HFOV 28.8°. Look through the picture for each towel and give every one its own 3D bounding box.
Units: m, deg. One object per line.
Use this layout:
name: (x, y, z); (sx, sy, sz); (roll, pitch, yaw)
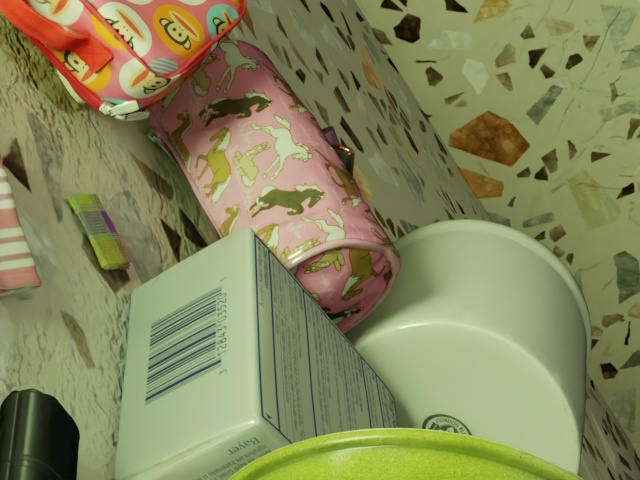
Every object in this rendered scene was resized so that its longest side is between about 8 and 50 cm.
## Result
towel: (-0.216, -0.007, 1.223); (0.083, 0.009, 0.060); (62, 17, 5)
towel: (-0.286, -0.050, 0.989); (0.144, 0.029, 0.197); (-5, 78, -73)

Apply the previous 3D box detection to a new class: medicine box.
medicine box: (-0.043, 0.186, 1.173); (0.289, 0.149, 0.263); (51, 19, -33)

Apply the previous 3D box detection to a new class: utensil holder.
utensil holder: (0.170, 0.175, 1.537); (0.328, 0.327, 0.385); (59, 17, -7)

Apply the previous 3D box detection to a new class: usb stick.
usb stick: (-0.198, 0.215, 0.841); (0.278, 0.045, 0.077); (-99, 162, -50)

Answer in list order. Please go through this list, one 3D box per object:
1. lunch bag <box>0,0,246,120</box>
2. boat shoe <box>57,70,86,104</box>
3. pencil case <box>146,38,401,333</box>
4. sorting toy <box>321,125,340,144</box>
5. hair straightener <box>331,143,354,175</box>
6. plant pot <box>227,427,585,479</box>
lunch bag: (-0.236, -0.274, 1.282); (0.293, 0.120, 0.258); (47, 39, -9)
boat shoe: (-0.274, -0.212, 1.332); (0.137, 0.043, 0.049); (58, 18, -7)
pencil case: (-0.061, -0.062, 1.395); (0.160, 0.167, 0.386); (16, 31, -44)
sorting toy: (-0.024, -0.035, 1.647); (0.365, 0.127, 0.126); (-62, 134, -63)
hair straightener: (0.000, 0.000, 1.517); (0.089, 0.047, 0.230); (-34, 136, -73)
plant pot: (0.060, 0.386, 0.877); (0.366, 0.366, 0.353); (52, 30, -30)
